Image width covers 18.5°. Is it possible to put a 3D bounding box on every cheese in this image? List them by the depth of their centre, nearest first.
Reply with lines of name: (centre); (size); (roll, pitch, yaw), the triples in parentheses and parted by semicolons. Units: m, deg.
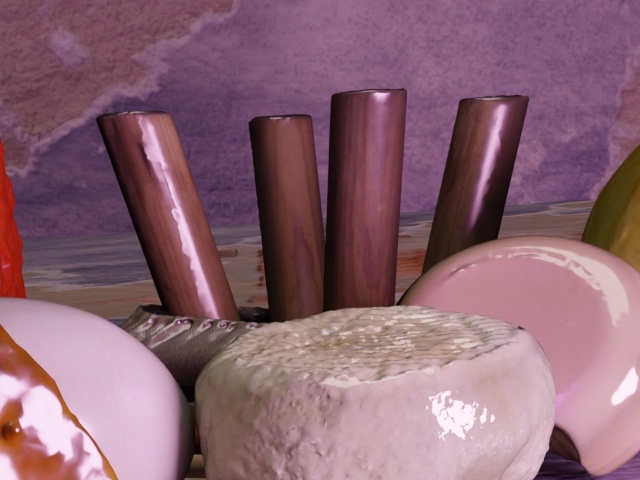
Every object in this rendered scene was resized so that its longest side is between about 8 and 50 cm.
cheese: (0.172, 0.077, 1.190); (0.286, 0.163, 0.082); (5, -27, 34)

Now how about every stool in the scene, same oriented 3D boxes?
stool: (0.000, 0.000, 1.574); (0.310, 0.226, 0.310); (-4, 1, 32)

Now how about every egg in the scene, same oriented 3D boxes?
egg: (-0.160, 0.105, 1.035); (0.209, 0.151, 0.151); (5, -1, -37)

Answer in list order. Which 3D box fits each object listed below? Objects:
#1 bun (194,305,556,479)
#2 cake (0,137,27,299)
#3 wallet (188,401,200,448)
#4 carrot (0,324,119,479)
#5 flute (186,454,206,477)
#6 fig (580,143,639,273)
bun: (0.031, 0.105, 1.067); (0.195, 0.118, 0.195); (-8, 9, 1)
cake: (-0.367, 0.037, 1.303); (0.320, 0.270, 0.269); (-6, 5, 0)
wallet: (-0.061, 0.125, 1.371); (0.255, 0.031, 0.137); (-2, -1, -13)
carrot: (-0.256, 0.101, 0.663); (0.341, 0.241, 0.241); (-11, 8, -39)
flute: (-0.033, 0.140, 1.224); (0.233, 0.027, 0.027); (-3, 5, 22)
fig: (0.273, 0.030, 1.330); (0.207, 0.207, 0.230); (-2, 43, 24)
